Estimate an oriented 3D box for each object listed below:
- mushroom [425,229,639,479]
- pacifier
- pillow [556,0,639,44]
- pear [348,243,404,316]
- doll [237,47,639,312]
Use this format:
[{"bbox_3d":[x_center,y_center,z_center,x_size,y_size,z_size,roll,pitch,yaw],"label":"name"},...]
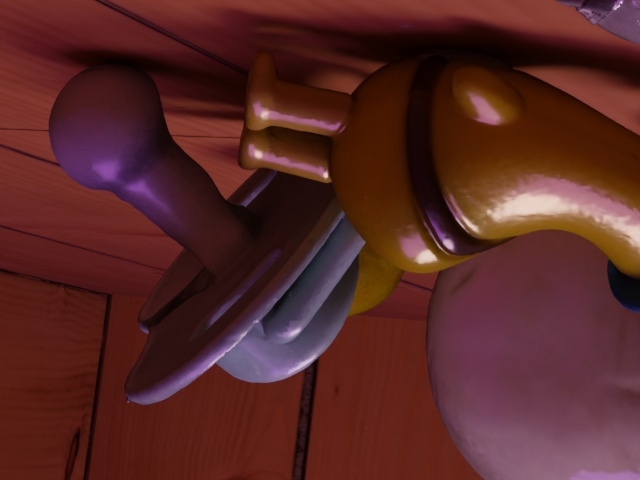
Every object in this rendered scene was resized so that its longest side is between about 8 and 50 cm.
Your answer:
[{"bbox_3d":[0.254,0.062,1.561,0.315,0.356,0.315,26,158,12],"label":"mushroom"},{"bbox_3d":[-0.084,-0.035,1.391,0.269,0.288,0.343,44,-171,-16],"label":"pacifier"},{"bbox_3d":[0.241,-0.119,0.873,0.229,0.050,0.148,1,178,43],"label":"pillow"},{"bbox_3d":[0.000,0.000,1.748,0.162,0.149,0.149,18,169,-32],"label":"pear"},{"bbox_3d":[0.124,-0.041,1.201,0.363,0.145,0.199,13,154,2],"label":"doll"}]
